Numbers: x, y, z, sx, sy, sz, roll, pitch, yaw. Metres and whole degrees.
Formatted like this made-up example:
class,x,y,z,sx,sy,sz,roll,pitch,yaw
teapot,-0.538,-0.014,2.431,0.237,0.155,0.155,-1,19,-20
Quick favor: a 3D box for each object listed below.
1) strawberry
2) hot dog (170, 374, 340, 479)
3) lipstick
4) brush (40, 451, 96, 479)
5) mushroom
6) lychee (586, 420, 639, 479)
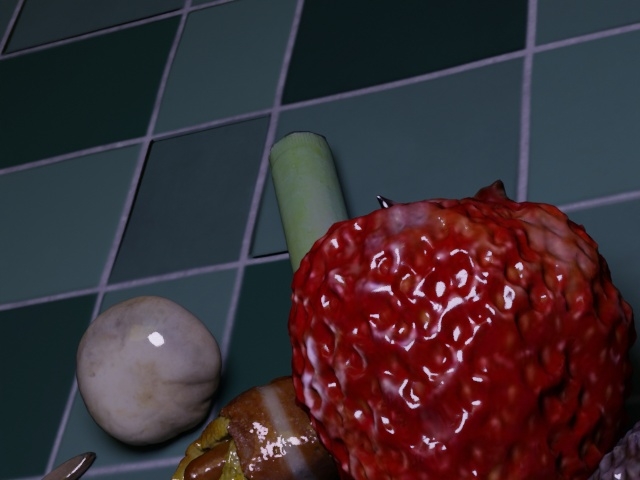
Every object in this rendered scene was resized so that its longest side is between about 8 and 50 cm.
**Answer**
class,x,y,z,sx,sy,sz,roll,pitch,yaw
strawberry,0.128,0.101,1.160,0.292,0.292,0.310,-36,37,-5
hot dog,-0.042,0.184,1.314,0.261,0.093,0.123,-31,42,0
lipstick,0.000,0.000,1.485,0.076,0.076,0.304,-24,43,9
brush,-0.310,0.274,1.442,0.196,0.021,0.070,-34,41,-7
mushroom,-0.169,0.129,1.425,0.154,0.122,0.154,1,93,20
lychee,0.319,0.205,0.938,0.300,0.300,0.300,-16,43,16
